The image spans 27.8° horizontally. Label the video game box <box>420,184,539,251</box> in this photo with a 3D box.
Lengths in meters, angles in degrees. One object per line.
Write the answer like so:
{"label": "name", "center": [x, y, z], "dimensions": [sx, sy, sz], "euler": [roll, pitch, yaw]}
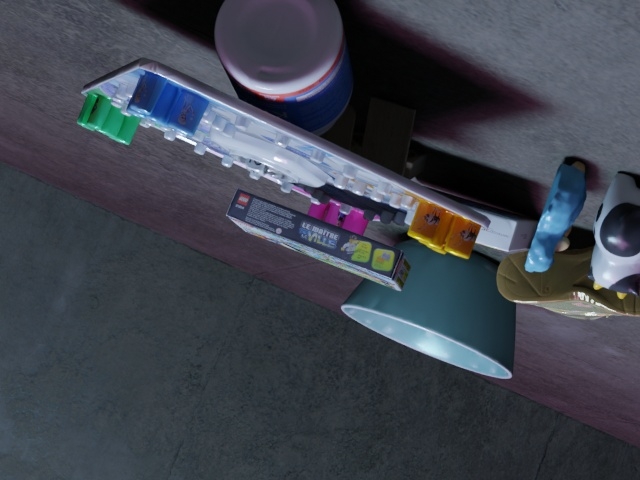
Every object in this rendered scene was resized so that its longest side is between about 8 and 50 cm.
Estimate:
{"label": "video game box", "center": [0.180, -0.033, 1.690], "dimensions": [0.187, 0.048, 0.205], "euler": [15, -175, 17]}

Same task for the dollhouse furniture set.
{"label": "dollhouse furniture set", "center": [0.070, -0.136, 1.594], "dimensions": [0.144, 0.123, 0.151], "euler": [19, -155, 22]}

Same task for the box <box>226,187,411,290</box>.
{"label": "box", "center": [0.000, 0.000, 1.508], "dimensions": [0.207, 0.036, 0.114], "euler": [21, 175, 12]}

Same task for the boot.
{"label": "boot", "center": [0.393, 0.064, 1.761], "dimensions": [0.262, 0.095, 0.203], "euler": [-1, 172, 25]}

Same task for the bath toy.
{"label": "bath toy", "center": [0.407, 0.029, 1.423], "dimensions": [0.348, 0.129, 0.151], "euler": [18, 169, 21]}

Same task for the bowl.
{"label": "bowl", "center": [0.206, 0.101, 2.192], "dimensions": [0.312, 0.163, 0.311], "euler": [21, 170, 4]}

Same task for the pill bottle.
{"label": "pill bottle", "center": [-0.030, -0.175, 1.311], "dimensions": [0.124, 0.124, 0.221], "euler": [21, 170, 11]}

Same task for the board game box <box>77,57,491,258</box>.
{"label": "board game box", "center": [-0.062, -0.081, 1.422], "dimensions": [0.390, 0.050, 0.390], "euler": [23, 175, -18]}
